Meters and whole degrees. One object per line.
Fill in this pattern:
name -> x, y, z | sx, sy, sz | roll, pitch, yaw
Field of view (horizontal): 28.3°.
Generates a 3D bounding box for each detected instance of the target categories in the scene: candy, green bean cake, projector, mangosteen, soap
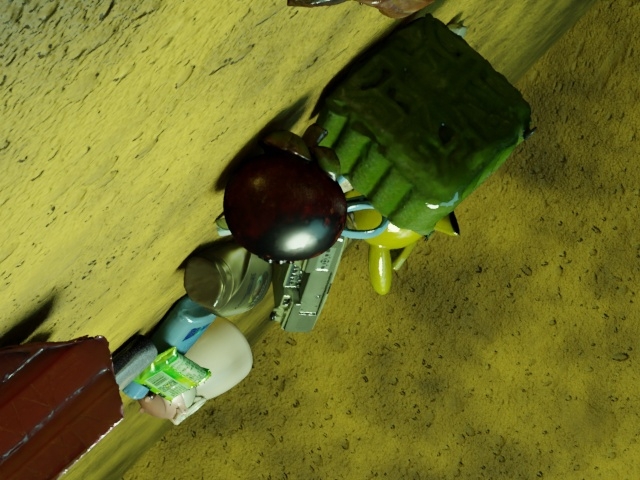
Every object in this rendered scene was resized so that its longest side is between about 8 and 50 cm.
candy -> -0.264, 0.233, 2.225 | 0.102, 0.032, 0.178 | -36, 153, 3
green bean cake -> 0.147, -0.168, 1.836 | 0.250, 0.247, 0.156 | -41, 174, -29
projector -> -0.029, 0.013, 2.236 | 0.270, 0.088, 0.194 | 109, -20, -44
mangosteen -> -0.042, -0.066, 1.717 | 0.200, 0.200, 0.200 | -45, 174, -6
soap -> -0.334, 0.204, 1.446 | 0.250, 0.162, 0.099 | -41, 173, -30

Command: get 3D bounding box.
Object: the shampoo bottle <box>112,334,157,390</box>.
shampoo bottle -> -0.365, 0.247, 2.068 | 0.233, 0.049, 0.087 | -42, 171, -26

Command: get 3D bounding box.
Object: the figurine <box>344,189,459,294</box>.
figurine -> 0.114, -0.083, 2.091 | 0.218, 0.169, 0.327 | -52, -157, 37

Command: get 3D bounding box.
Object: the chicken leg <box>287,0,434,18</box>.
chicken leg -> 0.050, -0.270, 1.308 | 0.113, 0.093, 0.304 | -36, 176, 34

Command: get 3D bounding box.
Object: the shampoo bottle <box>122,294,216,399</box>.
shampoo bottle -> -0.275, 0.192, 2.253 | 0.104, 0.061, 0.258 | -22, 158, -52

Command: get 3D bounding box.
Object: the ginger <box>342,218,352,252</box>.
ginger -> 0.000, 0.000, 2.624 | 0.116, 0.109, 0.263 | -50, 174, 18

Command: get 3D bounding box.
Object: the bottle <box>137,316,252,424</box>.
bottle -> -0.258, 0.257, 2.451 | 0.236, 0.147, 0.147 | -34, 168, -39

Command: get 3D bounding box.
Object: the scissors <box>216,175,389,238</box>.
scissors -> -0.028, -0.040, 1.878 | 0.256, 0.125, 0.030 | -11, 144, 3

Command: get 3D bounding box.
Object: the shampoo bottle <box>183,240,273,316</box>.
shampoo bottle -> -0.153, 0.064, 2.091 | 0.350, 0.084, 0.126 | 9, 99, -81

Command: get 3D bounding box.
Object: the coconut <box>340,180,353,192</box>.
coconut -> 0.023, -0.124, 1.974 | 0.110, 0.110, 0.124 | -46, 167, 7

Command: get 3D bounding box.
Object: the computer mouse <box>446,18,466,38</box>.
computer mouse -> 0.196, -0.306, 2.176 | 0.182, 0.056, 0.089 | -46, 179, -3
